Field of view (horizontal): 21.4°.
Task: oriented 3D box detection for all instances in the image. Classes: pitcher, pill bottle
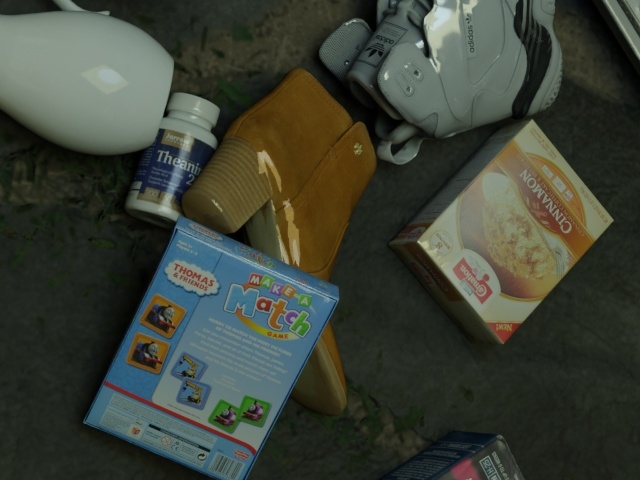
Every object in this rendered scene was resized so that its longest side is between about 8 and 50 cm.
[{"bbox_3d":[-0.237,-0.174,1.525,0.207,0.125,0.177,15,65,-11],"label":"pitcher"},{"bbox_3d":[-0.135,-0.074,1.583,0.067,0.067,0.120,22,78,-21],"label":"pill bottle"}]

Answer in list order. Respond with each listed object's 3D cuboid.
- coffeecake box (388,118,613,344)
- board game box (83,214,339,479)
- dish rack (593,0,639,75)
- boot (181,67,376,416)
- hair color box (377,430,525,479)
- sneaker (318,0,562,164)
[{"bbox_3d":[0.184,-0.008,1.721,0.185,0.068,0.142,-46,105,-19],"label":"coffeecake box"},{"bbox_3d":[-0.099,0.104,1.530,0.160,0.039,0.211,25,109,-8],"label":"board game box"},{"bbox_3d":[0.385,-0.327,1.831,0.285,0.072,0.333,-38,102,-21],"label":"dish rack"},{"bbox_3d":[-0.001,-0.001,1.626,0.211,0.104,0.295,-47,121,-36],"label":"boot"},{"bbox_3d":[0.056,0.342,1.620,0.347,0.105,0.174,-30,98,-22],"label":"hair color box"},{"bbox_3d":[0.105,-0.248,1.620,0.210,0.137,0.366,-29,124,-20],"label":"sneaker"}]
